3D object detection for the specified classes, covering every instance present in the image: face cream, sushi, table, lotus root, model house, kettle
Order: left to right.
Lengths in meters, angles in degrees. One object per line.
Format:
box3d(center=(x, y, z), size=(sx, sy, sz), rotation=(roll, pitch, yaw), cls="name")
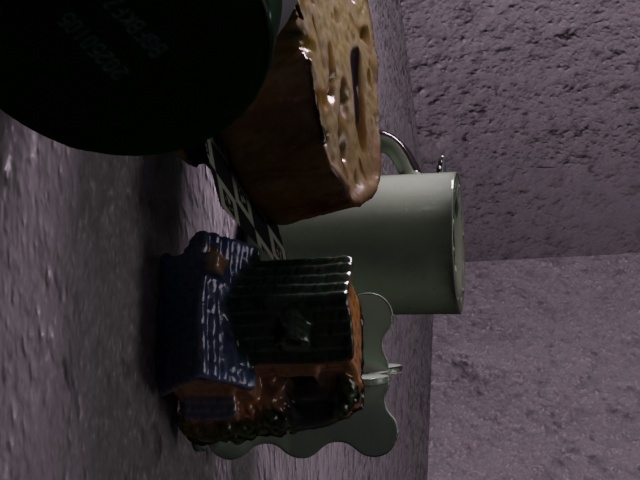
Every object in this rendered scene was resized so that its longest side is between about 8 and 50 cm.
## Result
box3d(center=(-0.110, -0.247, 1.068), size=(0.357, 0.219, 0.312), rotation=(-82, 170, -46), cls="face cream")
box3d(center=(-0.110, -0.104, 1.505), size=(0.192, 0.043, 0.279), rotation=(50, 21, -60), cls="sushi")
box3d(center=(-0.057, 0.082, 1.419), size=(0.172, 0.183, 0.166), rotation=(73, 15, -65), cls="model house")
box3d(center=(-0.021, 0.138, 1.570), size=(0.166, 0.198, 0.166), rotation=(-3, 90, -81), cls="table")
box3d(center=(-0.019, -0.215, 1.549), size=(0.375, 0.111, 0.390), rotation=(-9, 90, -70), cls="lotus root")
box3d(center=(0.039, -0.019, 1.827), size=(0.165, 0.255, 0.240), rotation=(60, 30, -65), cls="kettle")
